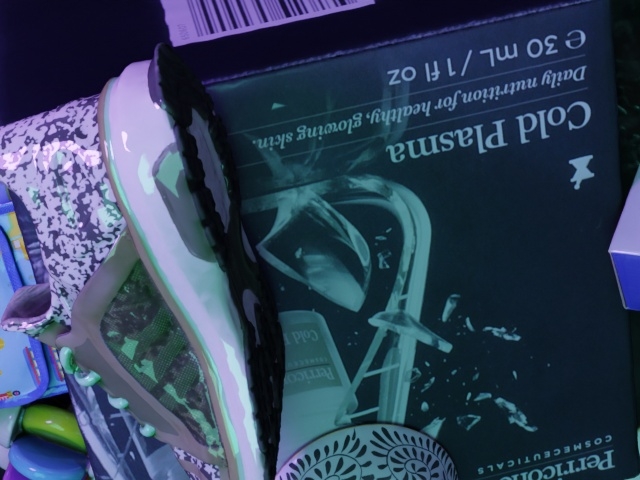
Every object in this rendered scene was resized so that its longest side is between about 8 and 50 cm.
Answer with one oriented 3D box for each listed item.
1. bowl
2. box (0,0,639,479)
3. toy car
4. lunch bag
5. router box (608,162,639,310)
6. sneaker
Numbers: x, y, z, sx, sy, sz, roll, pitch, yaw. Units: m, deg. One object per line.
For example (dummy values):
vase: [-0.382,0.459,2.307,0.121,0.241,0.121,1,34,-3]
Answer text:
bowl: [0.042,0.243,1.251,0.170,0.080,0.170,-5,121,-9]
box: [0.000,0.000,1.324,0.479,0.297,0.472,-13,121,-5]
toy car: [-0.302,0.252,1.678,0.159,0.136,0.182,20,150,-1]
lunch bag: [-0.315,0.046,1.522,0.293,0.138,0.221,-17,118,-5]
router box: [0.433,-0.064,1.193,0.335,0.301,0.082,9,146,29]
sneaker: [-0.133,0.060,1.098,0.182,0.158,0.410,-8,116,10]
